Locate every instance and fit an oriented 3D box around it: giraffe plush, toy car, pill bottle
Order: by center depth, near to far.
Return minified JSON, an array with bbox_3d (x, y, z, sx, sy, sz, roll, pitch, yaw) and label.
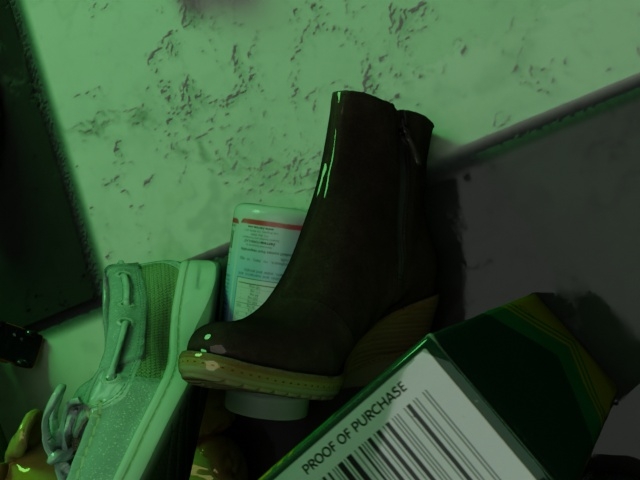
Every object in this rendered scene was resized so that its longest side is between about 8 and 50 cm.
[{"bbox_3d":[-0.033,0.054,0.769,0.087,0.087,0.160,8,93,22],"label":"pill bottle"},{"bbox_3d":[-0.182,0.190,0.783,0.210,0.170,0.181,-11,85,22],"label":"giraffe plush"},{"bbox_3d":[-0.285,0.131,0.891,0.040,0.060,0.122,-13,75,53],"label":"toy car"}]

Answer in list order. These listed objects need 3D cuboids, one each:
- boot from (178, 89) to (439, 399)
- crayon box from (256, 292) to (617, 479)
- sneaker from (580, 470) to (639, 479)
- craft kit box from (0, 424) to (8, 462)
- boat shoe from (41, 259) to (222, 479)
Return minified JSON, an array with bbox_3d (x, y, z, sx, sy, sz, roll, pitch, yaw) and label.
[{"bbox_3d":[0.000,0.000,0.675,0.090,0.248,0.206,1,87,36],"label":"boot"},{"bbox_3d":[0.007,0.192,0.628,0.363,0.313,0.106,-43,77,16],"label":"crayon box"},{"bbox_3d":[0.225,0.201,0.656,0.283,0.107,0.124,-29,72,19],"label":"sneaker"},{"bbox_3d":[-0.331,0.127,0.808,0.061,0.246,0.249,-23,79,-3],"label":"craft kit box"},{"bbox_3d":[-0.135,0.109,0.684,0.103,0.320,0.118,8,121,-1],"label":"boat shoe"}]
